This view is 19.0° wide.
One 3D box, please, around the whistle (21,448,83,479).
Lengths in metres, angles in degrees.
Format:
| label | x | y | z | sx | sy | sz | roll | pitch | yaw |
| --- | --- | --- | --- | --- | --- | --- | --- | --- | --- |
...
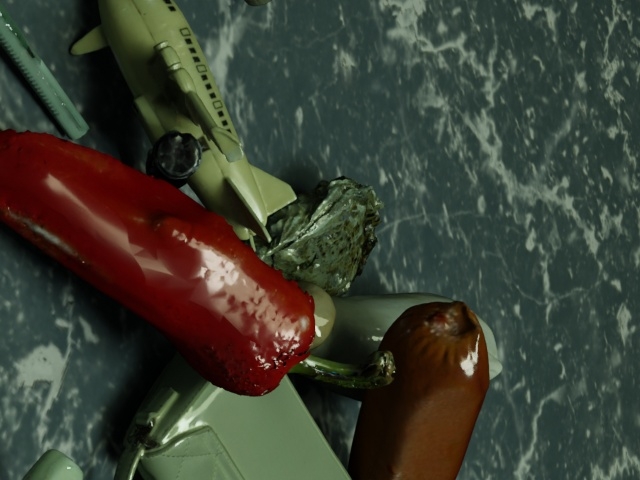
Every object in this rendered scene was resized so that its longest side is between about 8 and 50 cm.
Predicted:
| label | x | y | z | sx | sy | sz | roll | pitch | yaw |
| --- | --- | --- | --- | --- | --- | --- | --- | --- | --- |
| whistle | -0.230 | 0.258 | 1.304 | 0.101 | 0.106 | 0.253 | 87 | 26 | -63 |

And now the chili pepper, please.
| label | x | y | z | sx | sy | sz | roll | pitch | yaw |
| --- | --- | --- | --- | --- | --- | --- | --- | --- | --- |
| chili pepper | -0.110 | 0.023 | 1.429 | 0.387 | 0.110 | 0.110 | 37 | 56 | -23 |

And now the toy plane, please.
| label | x | y | z | sx | sy | sz | roll | pitch | yaw |
| --- | --- | --- | --- | --- | --- | --- | --- | --- | --- |
| toy plane | -0.109 | -0.099 | 1.480 | 0.092 | 0.229 | 0.244 | -35 | 91 | -9 |

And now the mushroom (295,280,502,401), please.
| label | x | y | z | sx | sy | sz | roll | pitch | yaw |
| --- | --- | --- | --- | --- | --- | --- | --- | --- | --- |
| mushroom | 0.037 | 0.093 | 1.691 | 0.270 | 0.118 | 0.103 | 10 | 61 | -46 |

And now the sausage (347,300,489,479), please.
| label | x | y | z | sx | sy | sz | roll | pitch | yaw |
| --- | --- | --- | --- | --- | --- | --- | --- | --- | --- |
| sausage | 0.072 | 0.189 | 1.655 | 0.097 | 0.094 | 0.348 | -99 | -162 | -49 |

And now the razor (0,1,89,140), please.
| label | x | y | z | sx | sy | sz | roll | pitch | yaw |
| --- | --- | --- | --- | --- | --- | --- | --- | --- | --- |
| razor | -0.227 | -0.148 | 1.395 | 0.211 | 0.036 | 0.084 | 52 | 50 | -39 |

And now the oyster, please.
| label | x | y | z | sx | sy | sz | roll | pitch | yaw |
| --- | --- | --- | --- | --- | --- | --- | --- | --- | --- |
| oyster | 0.000 | 0.000 | 1.695 | 0.177 | 0.064 | 0.125 | 36 | 73 | -60 |

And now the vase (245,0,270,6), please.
| label | x | y | z | sx | sy | sz | roll | pitch | yaw |
| --- | --- | --- | --- | --- | --- | --- | --- | --- | --- |
| vase | -0.069 | -0.250 | 1.616 | 0.100 | 0.053 | 0.053 | 49 | 50 | -36 |

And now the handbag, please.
| label | x | y | z | sx | sy | sz | roll | pitch | yaw |
| --- | --- | --- | --- | --- | --- | --- | --- | --- | --- |
| handbag | -0.081 | 0.218 | 1.550 | 0.219 | 0.079 | 0.256 | -53 | 129 | -33 |
